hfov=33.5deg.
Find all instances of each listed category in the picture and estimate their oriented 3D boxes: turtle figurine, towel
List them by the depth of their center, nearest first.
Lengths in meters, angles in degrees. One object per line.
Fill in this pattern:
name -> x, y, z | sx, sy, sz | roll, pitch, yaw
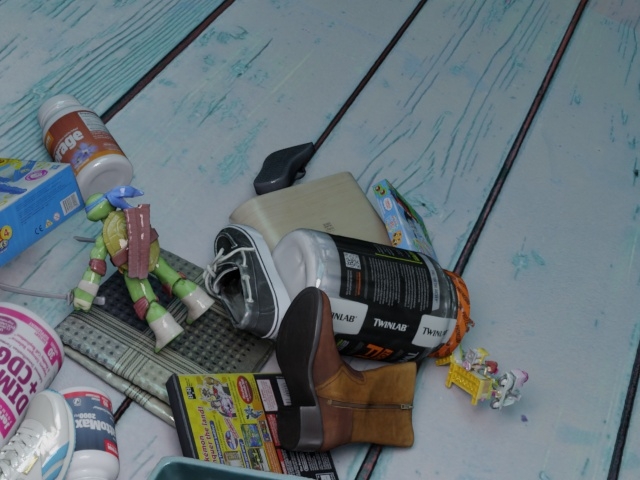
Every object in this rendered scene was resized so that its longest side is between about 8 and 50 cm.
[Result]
turtle figurine -> -0.330, 0.063, 1.789 | 0.266, 0.274, 0.198 | 49, 12, -1
towel -> -0.249, 0.163, 1.832 | 0.324, 0.056, 0.312 | 28, 40, 10

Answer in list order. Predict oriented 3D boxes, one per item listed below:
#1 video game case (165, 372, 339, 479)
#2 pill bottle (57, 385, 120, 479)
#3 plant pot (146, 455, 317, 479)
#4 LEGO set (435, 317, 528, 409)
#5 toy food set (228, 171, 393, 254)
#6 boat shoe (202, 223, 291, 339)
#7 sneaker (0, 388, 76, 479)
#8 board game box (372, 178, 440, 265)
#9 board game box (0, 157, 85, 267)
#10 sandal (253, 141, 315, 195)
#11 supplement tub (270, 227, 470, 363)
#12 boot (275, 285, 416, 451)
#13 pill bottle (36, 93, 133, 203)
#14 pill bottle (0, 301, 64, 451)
video game case -> -0.097, 0.332, 1.667 | 0.248, 0.035, 0.275 | 4, 52, -34
pill bottle -> -0.354, 0.318, 1.578 | 0.108, 0.108, 0.180 | 1, 47, -21
plant pot -> -0.125, 0.471, 1.385 | 0.247, 0.252, 0.247 | 4, 36, 24
LEGO set -> 0.290, 0.204, 1.952 | 0.107, 0.132, 0.287 | 6, 35, -30
toy food set -> 0.000, 0.000, 2.076 | 0.306, 0.092, 0.220 | -19, 67, -34
boat shoe -> -0.148, 0.063, 1.838 | 0.105, 0.113, 0.306 | 12, 31, -29
sneaker -> -0.415, 0.317, 1.486 | 0.092, 0.087, 0.229 | 32, 66, -49
board game box -> 0.179, -0.001, 2.102 | 0.160, 0.039, 0.211 | 43, 24, -45
board game box -> -0.605, -0.032, 1.748 | 0.301, 0.086, 0.308 | 7, 33, 31
sandal -> -0.076, -0.139, 2.176 | 0.097, 0.054, 0.254 | -10, 22, 23
supplement tub -> 0.082, 0.105, 1.873 | 0.338, 0.207, 0.207 | 12, 42, -28
boot -> 0.065, 0.211, 1.730 | 0.280, 0.096, 0.264 | 5, 81, -41
pill bottle -> -0.457, -0.179, 2.035 | 0.121, 0.121, 0.216 | -16, 54, -34
pill bottle -> -0.508, 0.237, 1.559 | 0.160, 0.160, 0.283 | 23, 43, 1
